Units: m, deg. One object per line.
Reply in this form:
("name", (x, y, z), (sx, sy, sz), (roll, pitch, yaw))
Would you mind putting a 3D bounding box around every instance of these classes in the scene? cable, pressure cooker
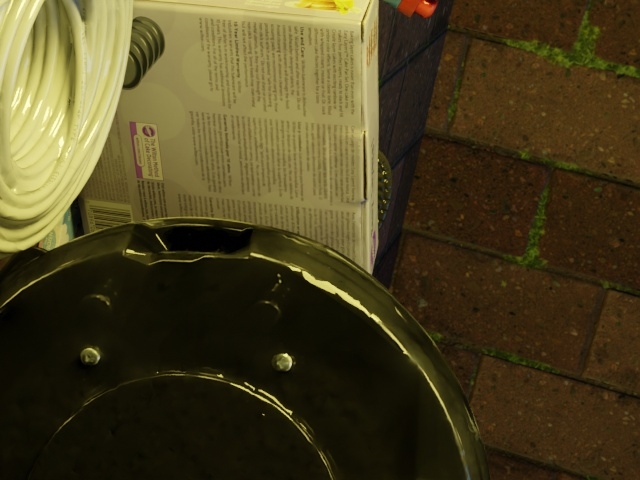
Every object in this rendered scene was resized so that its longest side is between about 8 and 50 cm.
("cable", (-0.203, -0.112, 0.862), (0.257, 0.089, 0.257), (93, 16, -52))
("pressure cooker", (-0.070, 0.167, 0.943), (0.420, 0.375, 0.370), (-65, 145, -89))

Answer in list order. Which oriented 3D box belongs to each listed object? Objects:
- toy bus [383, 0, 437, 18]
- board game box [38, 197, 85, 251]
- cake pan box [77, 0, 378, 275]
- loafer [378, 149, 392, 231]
("toy bus", (0.053, -0.338, 1.443), (0.149, 0.211, 0.220), (-59, 178, -37))
("board game box", (-0.206, -0.030, 1.138), (0.090, 0.020, 0.090), (-23, 127, -75))
("cake pan box", (-0.076, -0.081, 1.054), (0.070, 0.245, 0.267), (-68, 160, -49))
("loafer", (0.000, 0.000, 1.381), (0.220, 0.080, 0.078), (-65, -155, 3))
